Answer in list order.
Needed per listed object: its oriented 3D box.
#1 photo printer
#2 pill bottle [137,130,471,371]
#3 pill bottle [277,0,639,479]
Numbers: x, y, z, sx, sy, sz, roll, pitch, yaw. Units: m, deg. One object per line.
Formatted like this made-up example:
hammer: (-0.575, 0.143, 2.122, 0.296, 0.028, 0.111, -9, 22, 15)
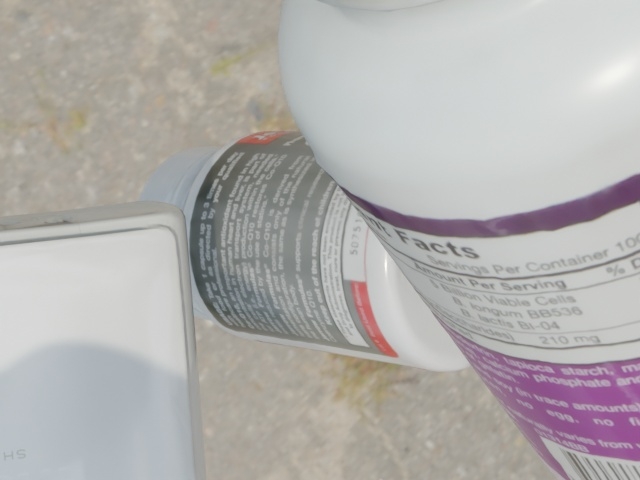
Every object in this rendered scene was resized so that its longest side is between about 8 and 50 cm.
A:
photo printer: (-0.186, 0.143, 0.823, 0.107, 0.256, 0.307, -152, 58, -73)
pill bottle: (0.000, 0.000, 1.126, 0.283, 0.161, 0.161, 6, 116, 45)
pill bottle: (0.091, -0.042, 0.487, 0.169, 0.169, 0.301, -5, 140, 33)
